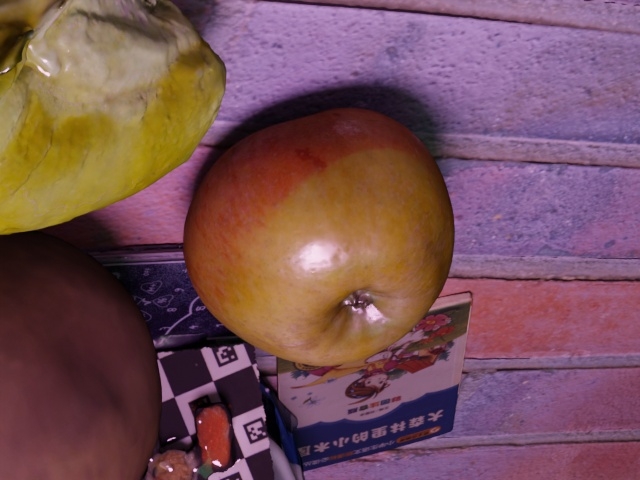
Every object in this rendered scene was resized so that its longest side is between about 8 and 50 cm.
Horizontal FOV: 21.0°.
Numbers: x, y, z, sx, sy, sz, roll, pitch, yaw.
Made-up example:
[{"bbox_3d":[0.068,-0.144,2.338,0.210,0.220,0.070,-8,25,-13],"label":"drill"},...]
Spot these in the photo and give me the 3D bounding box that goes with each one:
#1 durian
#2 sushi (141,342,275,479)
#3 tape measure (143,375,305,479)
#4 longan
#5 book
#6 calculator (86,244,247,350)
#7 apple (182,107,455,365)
[{"bbox_3d":[-0.222,-0.113,1.269,0.256,0.204,0.340,-40,141,9],"label":"durian"},{"bbox_3d":[-0.190,0.211,1.734,0.280,0.192,0.043,-7,175,1],"label":"sushi"},{"bbox_3d":[-0.156,0.246,1.884,0.259,0.138,0.262,-17,147,2],"label":"tape measure"},{"bbox_3d":[-0.301,0.152,1.484,0.361,0.361,0.361,-13,147,-9],"label":"longan"},{"bbox_3d":[0.059,0.174,2.008,0.228,0.018,0.322,-13,147,-8],"label":"book"},{"bbox_3d":[-0.162,0.060,1.715,0.274,0.028,0.165,-2,144,-23],"label":"calculator"},{"bbox_3d":[0.000,0.000,1.554,0.261,0.194,0.260,-13,145,-9],"label":"apple"}]
